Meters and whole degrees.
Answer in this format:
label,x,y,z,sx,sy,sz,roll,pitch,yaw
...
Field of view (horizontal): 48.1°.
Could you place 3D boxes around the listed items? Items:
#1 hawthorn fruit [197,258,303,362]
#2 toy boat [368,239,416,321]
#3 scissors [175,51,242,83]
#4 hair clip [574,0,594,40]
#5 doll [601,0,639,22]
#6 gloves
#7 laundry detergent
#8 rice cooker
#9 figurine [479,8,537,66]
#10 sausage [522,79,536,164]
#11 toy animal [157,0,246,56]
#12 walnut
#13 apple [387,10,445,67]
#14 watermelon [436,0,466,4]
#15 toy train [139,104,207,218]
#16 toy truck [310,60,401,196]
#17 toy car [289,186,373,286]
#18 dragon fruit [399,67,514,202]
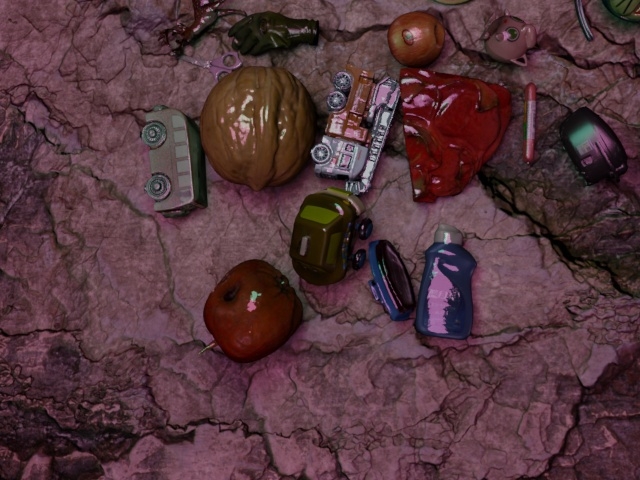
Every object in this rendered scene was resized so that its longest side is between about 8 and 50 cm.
label,x,y,z,sx,sy,sz,roll,pitch,yaw
hawthorn fruit,-0.174,0.186,1.860,0.258,0.258,0.262,45,127,13
toy boat,0.174,0.103,1.863,0.097,0.100,0.223,-35,68,45
scissors,-0.329,-0.511,2.072,0.212,0.021,0.110,19,87,14
hair clip,0.671,-0.622,1.836,0.070,0.039,0.230,-2,89,14
doll,0.808,-0.607,1.725,0.322,0.186,0.198,32,124,-2
gloves,-0.132,-0.580,1.993,0.268,0.107,0.135,-3,53,16
laundry detergent,0.321,0.102,1.817,0.143,0.094,0.290,5,86,12
rice cooker,0.664,-0.225,1.743,0.118,0.142,0.203,-31,78,22
figurine,0.479,-0.514,1.824,0.138,0.125,0.125,26,91,-1
sausage,0.536,-0.303,1.836,0.029,0.029,0.223,2,85,14
toy animal,-0.347,-0.663,2.073,0.260,0.087,0.244,-15,68,14
walnut,-0.161,-0.291,1.876,0.332,0.333,0.333,-1,84,14
apple,0.253,-0.524,1.867,0.131,0.146,0.146,-12,81,34
watermelon,0.355,-0.687,1.885,0.135,0.094,0.125,32,85,10
toy train,-0.408,-0.226,2.010,0.159,0.129,0.326,-8,82,7
toy truck,0.090,-0.281,1.894,0.184,0.133,0.338,15,86,5
toy car,0.000,0.000,1.824,0.204,0.198,0.248,19,112,23
dragon fruit,0.329,-0.257,1.783,0.286,0.228,0.329,8,85,13
